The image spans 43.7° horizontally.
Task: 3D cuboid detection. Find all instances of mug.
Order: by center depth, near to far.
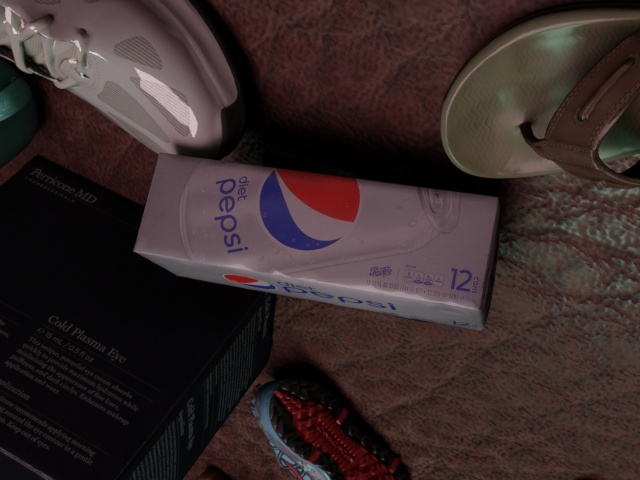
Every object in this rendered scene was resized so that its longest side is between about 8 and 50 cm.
[{"bbox_3d":[-0.358,-0.137,0.852,0.158,0.097,0.129,22,137,17],"label":"mug"}]

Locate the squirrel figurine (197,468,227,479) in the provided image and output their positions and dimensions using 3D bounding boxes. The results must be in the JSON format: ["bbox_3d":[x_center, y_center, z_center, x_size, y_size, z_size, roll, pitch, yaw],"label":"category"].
[{"bbox_3d":[-0.181,0.624,1.240,0.281,0.370,0.397,31,140,7],"label":"squirrel figurine"}]

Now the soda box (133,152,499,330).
[{"bbox_3d":[0.000,0.000,0.663,0.286,0.091,0.098,9,167,15],"label":"soda box"}]

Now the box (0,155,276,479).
[{"bbox_3d":[-0.272,0.119,0.868,0.343,0.312,0.179,26,139,14],"label":"box"}]

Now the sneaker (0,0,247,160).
[{"bbox_3d":[-0.286,-0.173,0.639,0.447,0.257,0.169,42,140,-6],"label":"sneaker"}]

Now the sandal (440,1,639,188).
[{"bbox_3d":[0.207,-0.085,0.496,0.303,0.086,0.120,-1,127,37],"label":"sandal"}]

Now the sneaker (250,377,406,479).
[{"bbox_3d":[0.010,0.266,0.994,0.262,0.104,0.125,56,154,-15],"label":"sneaker"}]

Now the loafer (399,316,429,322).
[{"bbox_3d":[0.034,0.017,0.745,0.220,0.080,0.078,22,171,16],"label":"loafer"}]
